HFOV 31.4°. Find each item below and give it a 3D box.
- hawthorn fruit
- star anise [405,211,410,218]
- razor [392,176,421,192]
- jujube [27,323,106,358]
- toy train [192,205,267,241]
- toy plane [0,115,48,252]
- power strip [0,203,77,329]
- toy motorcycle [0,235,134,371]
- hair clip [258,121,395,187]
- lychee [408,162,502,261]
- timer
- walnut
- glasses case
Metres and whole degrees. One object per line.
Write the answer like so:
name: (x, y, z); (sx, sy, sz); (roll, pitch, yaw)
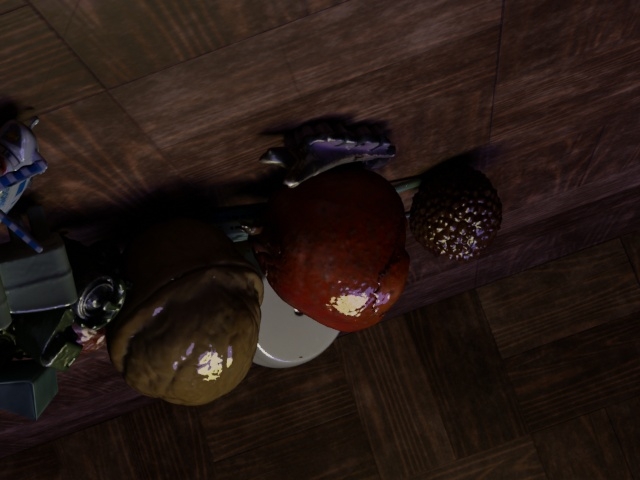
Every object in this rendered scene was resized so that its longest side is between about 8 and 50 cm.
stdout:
hawthorn fruit: (0.000, 0.000, 1.882); (0.307, 0.276, 0.276); (16, 152, -23)
star anise: (0.103, -0.050, 2.304); (0.227, 0.218, 0.148); (-75, -172, -58)
razor: (0.098, -0.085, 2.113); (0.211, 0.036, 0.084); (-12, 167, -27)
jujube: (-0.459, 0.121, 1.914); (0.236, 0.168, 0.168); (-9, 168, 5)
toy train: (-0.118, -0.031, 1.988); (0.234, 0.051, 0.052); (-7, 166, -42)
toy plane: (-0.381, -0.037, 1.365); (0.107, 0.182, 0.273); (-52, 157, -42)
power strip: (-0.478, 0.044, 1.557); (0.261, 0.141, 0.229); (-15, -161, -16)
toy motorcycle: (-0.412, 0.111, 1.739); (0.275, 0.205, 0.127); (-62, 153, 6)
hair clip: (0.025, -0.133, 1.741); (0.106, 0.084, 0.292); (-36, 165, 36)
lychee: (0.257, -0.058, 2.163); (0.188, 0.188, 0.188); (-18, 167, -4)
timer: (-0.102, 0.088, 2.150); (0.285, 0.285, 0.285); (-18, 167, -4)
walnut: (-0.218, 0.117, 1.830); (0.252, 0.277, 0.313); (12, 145, -11)
glasses case: (-0.475, 0.223, 1.812); (0.105, 0.056, 0.266); (20, 179, -7)
